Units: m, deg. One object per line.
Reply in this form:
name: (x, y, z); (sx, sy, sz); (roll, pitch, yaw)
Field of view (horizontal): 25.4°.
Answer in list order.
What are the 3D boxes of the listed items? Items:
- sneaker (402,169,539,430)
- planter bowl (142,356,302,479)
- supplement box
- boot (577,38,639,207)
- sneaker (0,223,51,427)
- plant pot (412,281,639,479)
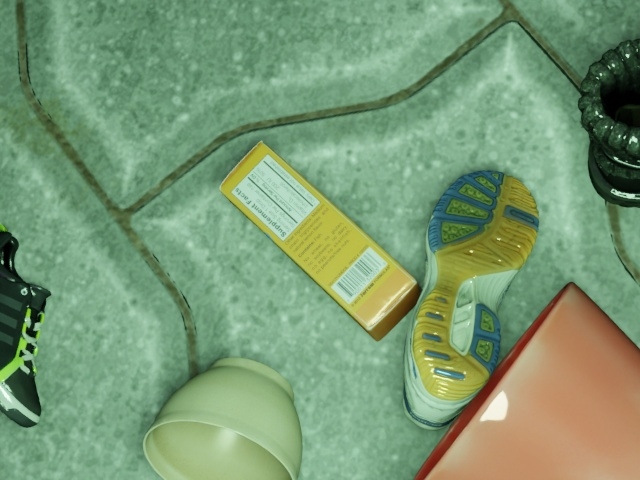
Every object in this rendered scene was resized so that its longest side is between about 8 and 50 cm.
sneaker: (0.139, 0.057, 1.459); (0.112, 0.131, 0.296); (23, 53, 3)
planter bowl: (-0.087, 0.190, 1.450); (0.162, 0.162, 0.109); (12, 50, 12)
supplement box: (0.000, 0.000, 1.516); (0.080, 0.078, 0.233); (-44, 73, -2)
boot: (0.423, -0.127, 1.386); (0.348, 0.260, 0.131); (-15, 73, 5)
sneaker: (-0.337, 0.085, 1.541); (0.097, 0.084, 0.235); (-25, 73, 0)
plant pot: (0.248, 0.218, 1.338); (0.243, 0.275, 0.275); (38, 84, 6)
